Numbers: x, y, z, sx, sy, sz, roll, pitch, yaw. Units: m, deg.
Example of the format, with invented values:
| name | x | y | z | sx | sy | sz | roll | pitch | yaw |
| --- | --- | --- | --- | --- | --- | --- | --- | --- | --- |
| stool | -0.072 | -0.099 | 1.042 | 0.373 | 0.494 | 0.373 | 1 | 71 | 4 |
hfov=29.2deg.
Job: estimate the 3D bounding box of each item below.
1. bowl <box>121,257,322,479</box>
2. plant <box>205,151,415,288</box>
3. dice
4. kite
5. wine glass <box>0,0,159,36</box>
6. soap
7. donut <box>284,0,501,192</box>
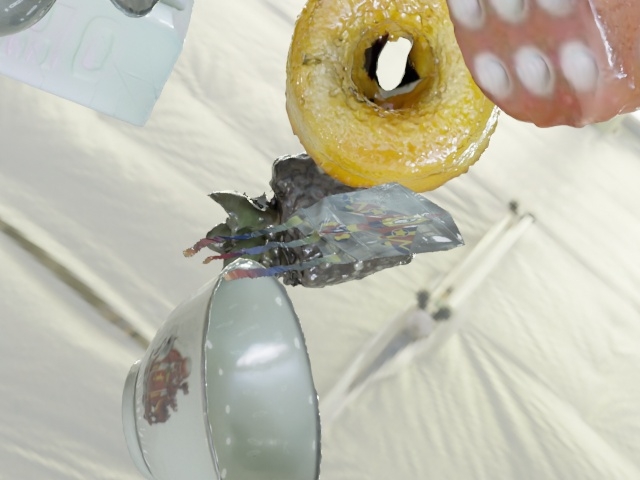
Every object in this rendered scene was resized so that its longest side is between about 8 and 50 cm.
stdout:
| name | x | y | z | sx | sy | sz | roll | pitch | yaw |
| --- | --- | --- | --- | --- | --- | --- | --- | --- | --- |
| bowl | -0.128 | 0.197 | 1.417 | 0.337 | 0.157 | 0.337 | -10 | -90 | -72 |
| plant | -0.022 | -0.026 | 1.908 | 0.213 | 0.312 | 0.215 | 6 | -113 | -78 |
| dice | 0.219 | -0.195 | 0.990 | 0.179 | 0.175 | 0.174 | -36 | -67 | -30 |
| kite | 0.000 | -0.001 | 1.066 | 0.141 | 0.245 | 0.015 | 42 | -137 | -50 |
| wine glass | -0.261 | -0.244 | 1.079 | 0.241 | 0.126 | 0.126 | 0 | -170 | 25 |
| soap | -0.345 | -0.296 | 1.531 | 0.346 | 0.208 | 0.115 | 21 | -133 | -15 |
| donut | 0.078 | -0.173 | 1.267 | 0.253 | 0.253 | 0.118 | 37 | -173 | 0 |
